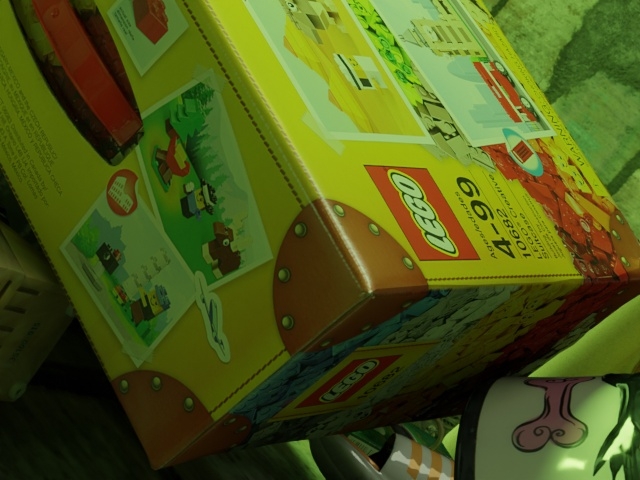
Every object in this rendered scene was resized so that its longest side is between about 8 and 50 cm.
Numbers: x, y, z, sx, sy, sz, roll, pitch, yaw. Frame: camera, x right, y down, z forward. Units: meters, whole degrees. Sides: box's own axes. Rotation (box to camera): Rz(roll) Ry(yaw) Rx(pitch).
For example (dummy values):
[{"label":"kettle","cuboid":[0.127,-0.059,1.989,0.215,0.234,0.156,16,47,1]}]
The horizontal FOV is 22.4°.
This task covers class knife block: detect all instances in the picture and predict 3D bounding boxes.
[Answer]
[{"label":"knife block","cuboid":[-0.274,-0.007,0.986,0.242,0.088,0.276,36,3,18]}]

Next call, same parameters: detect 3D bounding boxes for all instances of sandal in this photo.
[{"label":"sandal","cuboid":[0.102,0.227,1.345,0.265,0.076,0.102,42,-18,-11]}]

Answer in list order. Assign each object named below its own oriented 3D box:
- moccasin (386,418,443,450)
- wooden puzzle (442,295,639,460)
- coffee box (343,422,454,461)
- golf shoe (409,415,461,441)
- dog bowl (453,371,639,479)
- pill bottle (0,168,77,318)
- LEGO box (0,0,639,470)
[{"label":"moccasin","cuboid":[0.077,0.096,1.423,0.139,0.147,0.380,32,-12,-1]},{"label":"wooden puzzle","cuboid":[0.348,0.215,1.658,0.348,0.322,0.080,34,24,-31]},{"label":"coffee box","cuboid":[0.059,0.193,1.490,0.184,0.040,0.113,32,12,-32]},{"label":"golf shoe","cuboid":[0.135,0.184,1.722,0.176,0.069,0.086,33,7,-37]},{"label":"dog bowl","cuboid":[0.231,0.265,1.034,0.408,0.150,0.408,53,27,-42]},{"label":"pill bottle","cuboid":[-0.145,-0.033,1.271,0.363,0.210,0.210,36,12,-21]},{"label":"LEGO box","cuboid":[-0.044,-0.122,1.096,0.372,0.193,0.500,0,55,-54]}]
